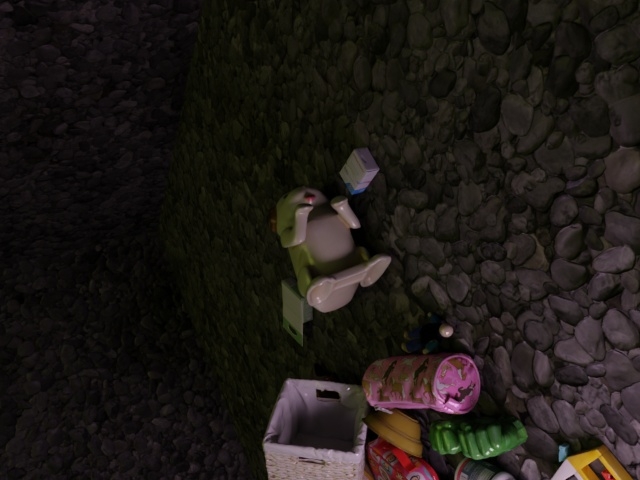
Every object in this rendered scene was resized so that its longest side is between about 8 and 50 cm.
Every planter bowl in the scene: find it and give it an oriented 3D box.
[{"bbox_3d":[0.246,0.580,1.760,0.217,0.217,0.090,23,81,55],"label":"planter bowl"}]

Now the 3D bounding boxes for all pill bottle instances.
[{"bbox_3d":[0.451,0.648,1.467,0.180,0.108,0.108,6,108,59],"label":"pill bottle"}]

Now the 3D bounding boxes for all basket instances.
[{"bbox_3d":[0.002,0.687,1.920,0.331,0.328,0.266,-66,-24,-62],"label":"basket"}]

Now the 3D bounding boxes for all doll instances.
[{"bbox_3d":[0.300,0.262,1.569,0.189,0.046,0.129,-34,34,57],"label":"doll"}]

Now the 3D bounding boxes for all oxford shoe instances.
[{"bbox_3d":[0.034,0.574,2.165,0.271,0.097,0.098,32,124,50],"label":"oxford shoe"}]

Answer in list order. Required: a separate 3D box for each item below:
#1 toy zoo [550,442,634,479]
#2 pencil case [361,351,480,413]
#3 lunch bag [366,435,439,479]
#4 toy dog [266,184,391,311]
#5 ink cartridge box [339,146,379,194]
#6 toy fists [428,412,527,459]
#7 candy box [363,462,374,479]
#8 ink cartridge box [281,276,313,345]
[{"bbox_3d":[0.624,0.574,1.212,0.293,0.030,0.192,56,146,29],"label":"toy zoo"},{"bbox_3d":[0.277,0.407,1.593,0.386,0.160,0.167,-28,66,58],"label":"pencil case"},{"bbox_3d":[0.262,0.749,1.778,0.293,0.120,0.258,21,132,60],"label":"lunch bag"},{"bbox_3d":[0.000,0.000,1.826,0.395,0.284,0.408,93,152,-63],"label":"toy dog"},{"bbox_3d":[0.117,-0.211,1.693,0.088,0.052,0.122,63,150,19],"label":"ink cartridge box"},{"bbox_3d":[0.393,0.506,1.464,0.279,0.142,0.096,-25,82,60],"label":"toy fists"},{"bbox_3d":[0.079,0.871,2.131,0.316,0.183,0.087,63,151,20],"label":"candy box"},{"bbox_3d":[-0.097,0.290,2.294,0.171,0.056,0.235,36,136,49],"label":"ink cartridge box"}]
